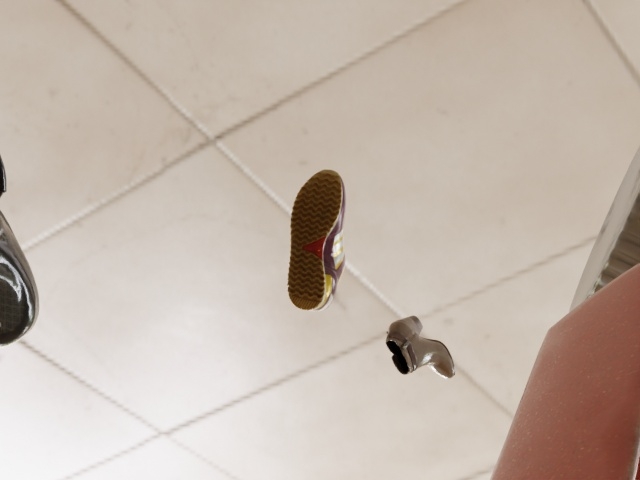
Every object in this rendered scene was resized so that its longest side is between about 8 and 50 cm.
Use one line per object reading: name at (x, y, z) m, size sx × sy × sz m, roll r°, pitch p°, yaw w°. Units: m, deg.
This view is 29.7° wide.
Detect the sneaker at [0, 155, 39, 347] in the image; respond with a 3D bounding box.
sneaker at (-0.381, -0.031, 1.104) m, size 0.185 × 0.202 × 0.482 m, roll -42°, pitch 144°, yaw -17°

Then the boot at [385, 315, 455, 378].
boot at (0.132, 0.158, 1.645) m, size 0.042 × 0.087 × 0.118 m, roll -35°, pitch 95°, yaw 35°

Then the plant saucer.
plant saucer at (0.076, 0.163, 0.391) m, size 0.048 × 0.259 × 0.258 m, roll 6°, pitch 114°, yaw 20°

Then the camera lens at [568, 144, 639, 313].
camera lens at (0.341, 0.028, 0.853) m, size 0.274 × 0.219 × 0.219 m, roll 24°, pitch 138°, yaw 8°

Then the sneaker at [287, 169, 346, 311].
sneaker at (0.000, 0.000, 1.580) m, size 0.070 × 0.185 × 0.084 m, roll 12°, pitch -179°, yaw 18°
